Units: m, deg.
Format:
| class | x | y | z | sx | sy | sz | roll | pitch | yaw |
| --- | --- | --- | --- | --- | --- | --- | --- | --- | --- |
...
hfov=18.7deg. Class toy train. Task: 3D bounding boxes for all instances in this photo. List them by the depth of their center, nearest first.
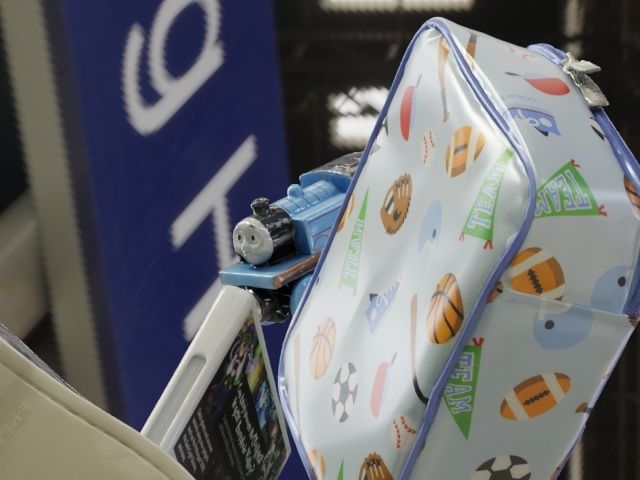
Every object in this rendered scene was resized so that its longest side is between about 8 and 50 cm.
| class | x | y | z | sx | sy | sz | roll | pitch | yaw |
| --- | --- | --- | --- | --- | --- | --- | --- | --- | --- |
| toy train | 0.000 | 0.000 | 1.534 | 0.080 | 0.184 | 0.105 | 2 | -69 | 47 |

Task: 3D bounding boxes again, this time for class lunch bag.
| class | x | y | z | sx | sy | sz | roll | pitch | yaw |
| --- | --- | --- | --- | --- | --- | --- | --- | --- | --- |
| lunch bag | 0.081 | 0.026 | 1.149 | 0.115 | 0.243 | 0.303 | 12 | -60 | -23 |

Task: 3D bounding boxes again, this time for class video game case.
| class | x | y | z | sx | sy | sz | roll | pitch | yaw |
| --- | --- | --- | --- | --- | --- | --- | --- | --- | --- |
| video game case | -0.071 | 0.142 | 1.073 | 0.022 | 0.173 | 0.190 | 20 | -28 | 18 |

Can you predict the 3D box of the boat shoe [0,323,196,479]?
| class | x | y | z | sx | sy | sz | roll | pitch | yaw |
| --- | --- | --- | --- | --- | --- | --- | --- | --- | --- |
| boat shoe | -0.085 | 0.089 | 0.666 | 0.206 | 0.065 | 0.075 | 42 | -93 | 14 |
